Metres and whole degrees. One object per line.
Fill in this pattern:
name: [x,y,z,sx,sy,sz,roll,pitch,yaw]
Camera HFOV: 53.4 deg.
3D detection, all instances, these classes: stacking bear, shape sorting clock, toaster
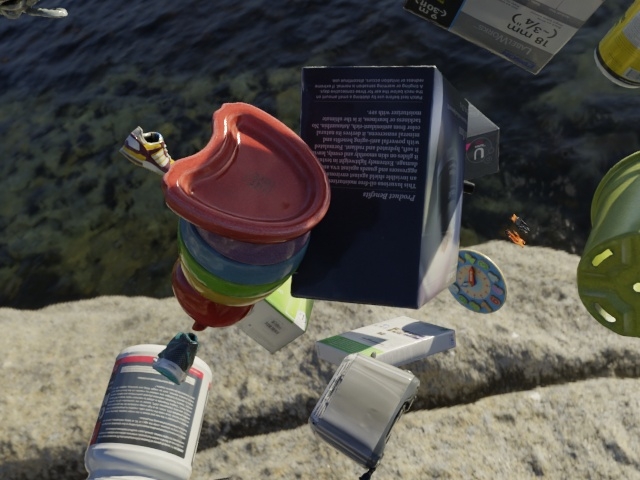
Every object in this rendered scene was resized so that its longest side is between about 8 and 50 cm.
stacking bear: [-0.108,0.009,0.779,0.164,0.289,0.175,29,50,-1]
shape sorting clock: [0.437,0.119,1.815,0.040,0.206,0.206,-28,40,-35]
toaster: [0.076,0.321,1.187,0.146,0.129,0.227,27,69,17]

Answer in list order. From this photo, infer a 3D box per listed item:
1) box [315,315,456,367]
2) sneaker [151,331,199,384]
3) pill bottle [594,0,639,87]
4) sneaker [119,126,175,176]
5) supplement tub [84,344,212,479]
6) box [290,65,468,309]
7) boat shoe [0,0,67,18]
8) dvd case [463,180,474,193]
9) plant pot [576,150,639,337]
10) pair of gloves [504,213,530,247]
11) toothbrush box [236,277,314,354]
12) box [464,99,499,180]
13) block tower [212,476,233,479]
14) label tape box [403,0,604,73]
box: [0.182,0.290,1.782,0.322,0.058,0.232,-10,9,-30]
sneaker: [-0.219,0.180,1.001,0.076,0.065,0.166,-56,10,-14]
pill bottle: [0.518,-0.330,0.976,0.103,0.184,0.103,8,59,-14]
sneaker: [-0.387,-0.209,1.518,0.069,0.185,0.084,40,100,26]
supplement tub: [-0.318,0.348,1.178,0.191,0.191,0.272,-5,54,20]
box: [0.099,-0.072,0.905,0.183,0.296,0.294,6,96,21]
boat shoe: [-0.264,-0.236,0.524,0.113,0.105,0.306,21,59,22]
dvd case: [0.244,-0.170,1.583,0.239,0.179,0.029,37,114,63]
plant pot: [0.537,0.020,1.012,0.276,0.276,0.254,16,35,34]
pair of gloves: [0.560,-0.027,1.812,0.010,0.074,0.083,-28,29,60]
toothbrush box: [-0.120,0.093,1.519,0.122,0.206,0.283,-38,19,28]
box: [0.379,-0.298,1.833,0.165,0.143,0.270,-16,37,-8]
block tower: [-0.190,0.358,0.760,0.091,0.335,0.097,-13,74,7]
label tape box: [0.261,-0.364,0.953,0.241,0.333,0.106,27,78,1]
